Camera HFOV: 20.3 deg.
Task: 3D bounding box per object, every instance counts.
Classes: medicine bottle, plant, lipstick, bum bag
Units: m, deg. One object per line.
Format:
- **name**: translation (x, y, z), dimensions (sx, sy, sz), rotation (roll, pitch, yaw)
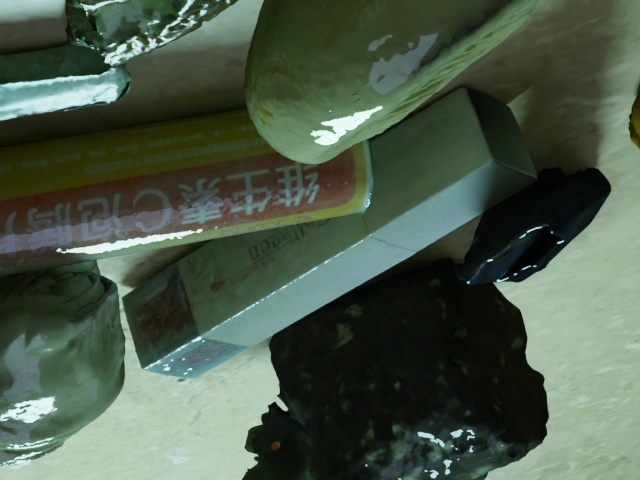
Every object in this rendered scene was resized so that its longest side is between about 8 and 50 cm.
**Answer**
- **medicine bottle**: translation (-0.175, -0.032, 1.262), dimensions (0.426, 0.108, 0.108), rotation (-11, 156, -17)
- **plant**: translation (0.044, 0.166, 1.700), dimensions (0.312, 0.213, 0.215), rotation (-28, 158, 30)
- **lipstick**: translation (0.000, 0.000, 1.468), dimensions (0.371, 0.076, 0.080), rotation (-32, 153, 28)
- **bum bag**: translation (0.172, -0.013, 1.469), dimensions (0.137, 0.074, 0.310), rotation (-36, 176, 6)

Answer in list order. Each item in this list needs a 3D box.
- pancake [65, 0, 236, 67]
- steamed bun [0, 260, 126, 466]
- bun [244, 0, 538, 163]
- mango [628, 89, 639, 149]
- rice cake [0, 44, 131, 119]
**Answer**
- **pancake**: translation (-0.074, -0.208, 1.003), dimensions (0.197, 0.054, 0.376), rotation (-5, 152, -37)
- **steamed bun**: translation (-0.237, 0.095, 1.339), dimensions (0.218, 0.144, 0.211), rotation (-14, -167, 13)
- **bun**: translation (0.037, -0.148, 1.129), dimensions (0.222, 0.127, 0.222), rotation (-39, 177, -3)
- **mango**: translation (0.310, -0.106, 1.411), dimensions (0.084, 0.105, 0.159), rotation (13, 151, -17)
- **rice cake**: translation (-0.227, -0.099, 1.158), dimensions (0.211, 0.034, 0.043), rotation (-9, 146, -16)
